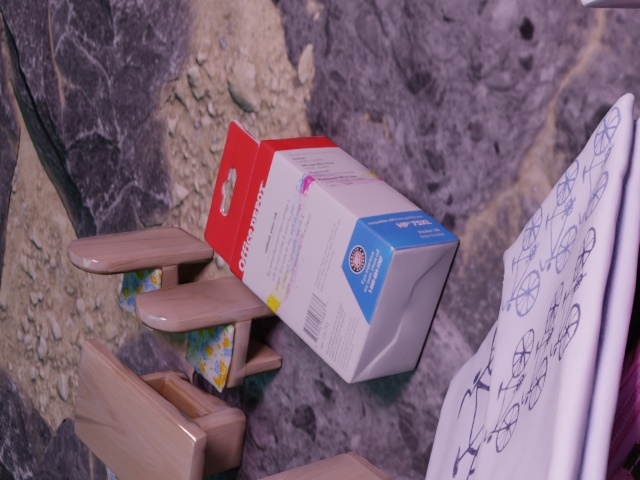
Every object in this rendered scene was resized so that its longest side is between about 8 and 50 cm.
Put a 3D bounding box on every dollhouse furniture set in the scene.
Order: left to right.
[{"bbox_3d":[-0.158,0.231,1.146,0.394,0.256,0.362,30,119,44],"label":"dollhouse furniture set"}]

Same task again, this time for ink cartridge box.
[{"bbox_3d":[0.000,0.000,1.046,0.231,0.078,0.134,41,127,39],"label":"ink cartridge box"}]

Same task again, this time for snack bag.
[{"bbox_3d":[0.109,0.122,0.772,0.342,0.037,0.323,114,177,-51],"label":"snack bag"}]

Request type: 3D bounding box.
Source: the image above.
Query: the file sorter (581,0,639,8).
[{"bbox_3d":[0.251,-0.214,0.536,0.173,0.278,0.192,-7,92,48],"label":"file sorter"}]

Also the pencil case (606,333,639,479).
[{"bbox_3d":[0.245,0.059,0.668,0.160,0.167,0.386,30,123,10],"label":"pencil case"}]
